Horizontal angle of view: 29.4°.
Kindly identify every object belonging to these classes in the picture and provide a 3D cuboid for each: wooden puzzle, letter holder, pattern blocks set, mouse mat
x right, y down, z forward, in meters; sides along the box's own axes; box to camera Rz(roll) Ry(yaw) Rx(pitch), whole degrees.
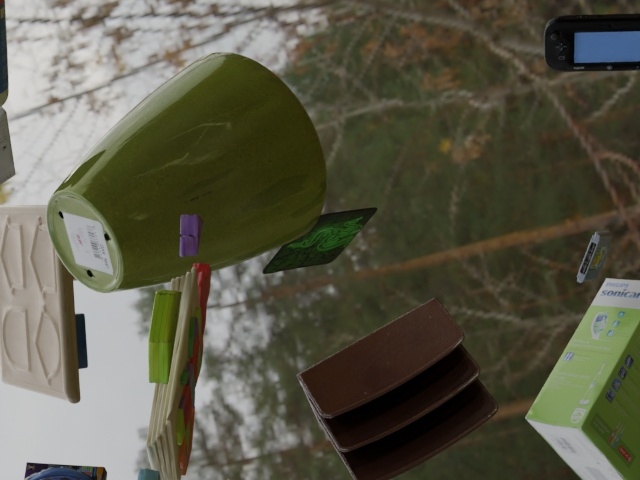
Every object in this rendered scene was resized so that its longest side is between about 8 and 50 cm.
[{"bbox_3d":[-0.473,0.099,2.087,0.080,0.348,0.322,-5,-86,-33],"label":"wooden puzzle"},{"bbox_3d":[0.148,0.285,2.243,0.214,0.302,0.152,55,170,43],"label":"letter holder"},{"bbox_3d":[-0.132,0.133,1.136,0.285,0.026,0.325,92,-177,-67],"label":"pattern blocks set"},{"bbox_3d":[0.000,0.000,2.062,0.190,0.152,0.007,-10,-122,-48],"label":"mouse mat"}]

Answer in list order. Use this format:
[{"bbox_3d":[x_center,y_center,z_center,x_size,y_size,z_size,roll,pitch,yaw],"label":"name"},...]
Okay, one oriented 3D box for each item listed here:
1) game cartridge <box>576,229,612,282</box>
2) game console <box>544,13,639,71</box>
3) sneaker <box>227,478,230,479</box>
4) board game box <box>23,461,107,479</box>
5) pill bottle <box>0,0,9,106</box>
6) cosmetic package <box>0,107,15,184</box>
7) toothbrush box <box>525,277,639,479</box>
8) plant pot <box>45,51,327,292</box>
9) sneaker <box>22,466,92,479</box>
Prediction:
[{"bbox_3d":[0.427,0.025,1.892,0.056,0.017,0.083,-11,-57,-56],"label":"game cartridge"},{"bbox_3d":[0.527,-0.291,1.870,0.044,0.361,0.213,-77,-17,-46],"label":"game console"},{"bbox_3d":[-0.174,0.528,2.279,0.121,0.112,0.299,45,162,3],"label":"sneaker"},{"bbox_3d":[-0.456,0.480,2.140,0.048,0.141,0.170,96,177,-66],"label":"board game box"},{"bbox_3d":[-0.477,-0.237,1.615,0.124,0.124,0.221,-77,-8,-62],"label":"pill bottle"},{"bbox_3d":[-0.554,-0.145,1.916,0.085,0.117,0.231,46,159,10],"label":"cosmetic package"},{"bbox_3d":[0.480,0.232,1.911,0.206,0.122,0.283,46,-113,-28],"label":"toothbrush box"},{"bbox_3d":[-0.189,-0.061,1.534,0.293,0.275,0.274,-34,-69,-41],"label":"plant pot"},{"bbox_3d":[-0.400,0.363,1.625,0.087,0.221,0.083,-111,15,-68],"label":"sneaker"}]
